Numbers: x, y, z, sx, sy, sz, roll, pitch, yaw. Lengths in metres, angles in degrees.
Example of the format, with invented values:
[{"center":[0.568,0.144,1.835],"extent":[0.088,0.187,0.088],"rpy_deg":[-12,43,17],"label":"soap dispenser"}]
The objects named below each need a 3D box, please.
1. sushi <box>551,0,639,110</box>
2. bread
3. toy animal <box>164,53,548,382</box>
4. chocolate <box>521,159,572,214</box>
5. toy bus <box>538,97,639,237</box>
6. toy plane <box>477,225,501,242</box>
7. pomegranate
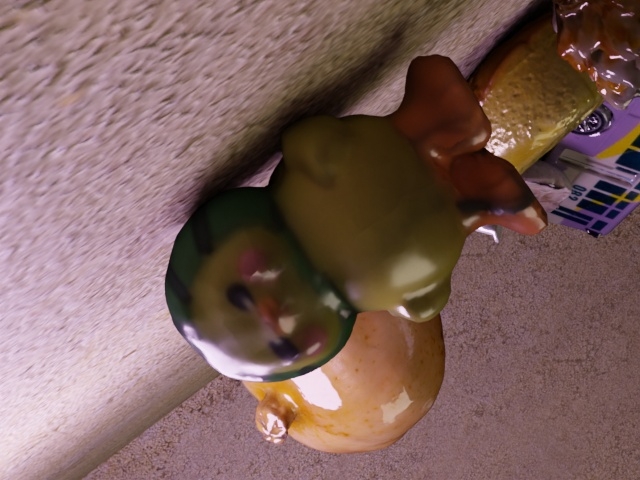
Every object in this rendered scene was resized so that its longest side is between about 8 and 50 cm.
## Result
[{"center":[0.396,-0.309,0.650],"extent":[0.417,0.176,0.417],"rpy_deg":[-37,173,-5],"label":"sushi"},{"center":[0.282,-0.197,0.951],"extent":[0.270,0.148,0.270],"rpy_deg":[-41,173,-6],"label":"bread"},{"center":[0.013,-0.009,0.662],"extent":[0.338,0.216,0.191],"rpy_deg":[-35,-160,4],"label":"toy animal"},{"center":[0.272,-0.102,1.229],"extent":[0.303,0.100,0.185],"rpy_deg":[7,157,-8],"label":"chocolate"},{"center":[0.513,-0.193,1.253],"extent":[0.440,0.249,0.209],"rpy_deg":[101,10,-65],"label":"toy bus"},{"center":[0.145,-0.031,1.044],"extent":[0.244,0.245,0.117],"rpy_deg":[-36,136,-8],"label":"toy plane"},{"center":[0.027,0.197,1.263],"extent":[0.411,0.411,0.411],"rpy_deg":[-37,173,-5],"label":"pomegranate"}]
